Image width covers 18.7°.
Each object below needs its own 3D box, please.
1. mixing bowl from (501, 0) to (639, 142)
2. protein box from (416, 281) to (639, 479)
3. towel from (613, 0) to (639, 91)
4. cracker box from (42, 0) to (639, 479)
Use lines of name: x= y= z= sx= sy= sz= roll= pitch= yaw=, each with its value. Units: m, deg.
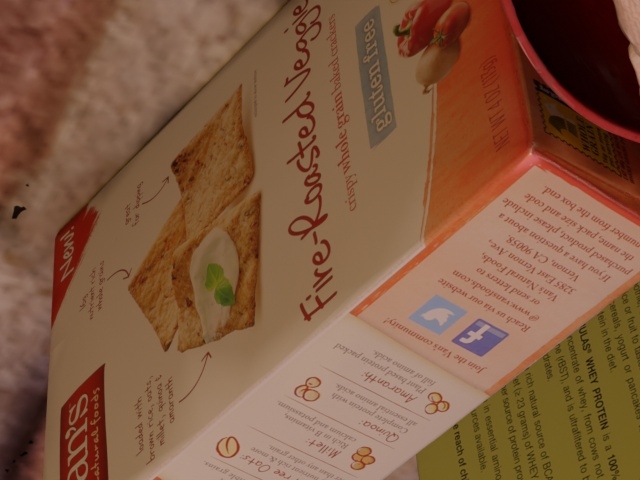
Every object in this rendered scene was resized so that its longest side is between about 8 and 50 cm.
mixing bowl: x=0.104 y=-0.126 z=0.533 sx=0.181 sy=0.098 sz=0.181 roll=-14 pitch=125 yaw=-21
protein box: x=0.156 y=0.090 z=0.702 sx=0.201 sy=0.199 sz=0.136 roll=-29 pitch=131 yaw=21
towel: x=0.180 y=-0.189 z=0.436 sx=0.317 sy=0.053 sz=0.332 roll=-32 pitch=129 yaw=-7
cracker box: x=0.000 y=0.000 z=0.628 sx=0.067 sy=0.155 sz=0.232 roll=28 pitch=126 yaw=-29
